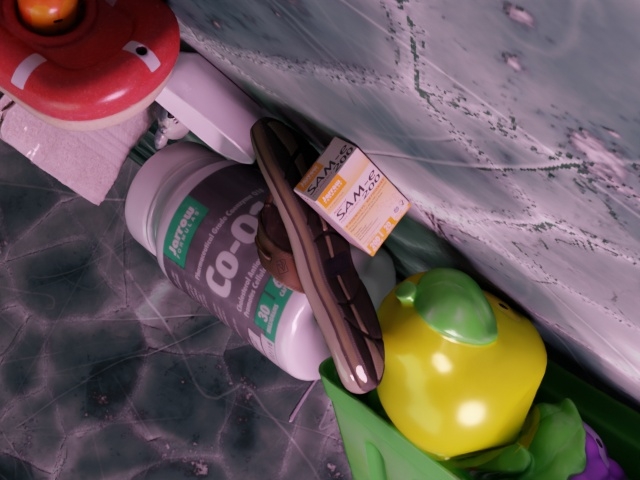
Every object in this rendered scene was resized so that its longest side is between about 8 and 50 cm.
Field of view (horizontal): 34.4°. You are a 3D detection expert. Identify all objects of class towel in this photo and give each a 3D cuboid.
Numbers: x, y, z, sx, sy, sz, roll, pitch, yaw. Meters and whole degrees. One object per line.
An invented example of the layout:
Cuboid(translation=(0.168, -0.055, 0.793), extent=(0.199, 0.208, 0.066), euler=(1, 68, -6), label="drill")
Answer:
Cuboid(translation=(-0.317, -0.172, 1.369), extent=(0.049, 0.187, 0.282), euler=(30, 173, 25), label="towel")

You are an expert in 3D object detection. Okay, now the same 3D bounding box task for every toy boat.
Cuboid(translation=(-0.224, -0.203, 0.857), extent=(0.231, 0.151, 0.151), euler=(36, 154, 6), label="toy boat")

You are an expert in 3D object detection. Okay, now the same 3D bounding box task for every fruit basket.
Cuboid(translation=(0.176, 0.168, 1.115), extent=(0.392, 0.282, 0.392), euler=(29, 127, 46), label="fruit basket")

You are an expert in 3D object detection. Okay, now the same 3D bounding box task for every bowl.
Cuboid(translation=(-0.118, -0.143, 1.052), extent=(0.142, 0.053, 0.142), euler=(39, 175, -22), label="bowl")

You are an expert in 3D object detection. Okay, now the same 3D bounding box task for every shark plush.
Cuboid(translation=(-0.209, -0.173, 1.386), extent=(0.161, 0.073, 0.067), euler=(50, -163, -85), label="shark plush")

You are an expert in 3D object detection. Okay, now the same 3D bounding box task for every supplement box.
Cuboid(translation=(0.030, -0.039, 0.930), extent=(0.036, 0.062, 0.098), euler=(32, 173, 47), label="supplement box")

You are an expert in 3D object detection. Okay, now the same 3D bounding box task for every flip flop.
Cuboid(translation=(-0.016, 0.015, 0.975), extent=(0.112, 0.080, 0.277), euler=(-15, -95, -65), label="flip flop")

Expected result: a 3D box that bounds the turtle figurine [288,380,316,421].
Cuboid(translation=(0.089, 0.232, 1.704), extent=(0.197, 0.275, 0.266), euler=(19, -159, 13), label="turtle figurine")

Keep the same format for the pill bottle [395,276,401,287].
Cuboid(translation=(0.073, 0.091, 1.519), extent=(0.103, 0.103, 0.184), euler=(37, 174, 0), label="pill bottle")

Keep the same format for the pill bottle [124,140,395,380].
Cuboid(translation=(-0.092, 0.015, 1.401), extent=(0.361, 0.204, 0.204), euler=(33, 173, 34), label="pill bottle")
